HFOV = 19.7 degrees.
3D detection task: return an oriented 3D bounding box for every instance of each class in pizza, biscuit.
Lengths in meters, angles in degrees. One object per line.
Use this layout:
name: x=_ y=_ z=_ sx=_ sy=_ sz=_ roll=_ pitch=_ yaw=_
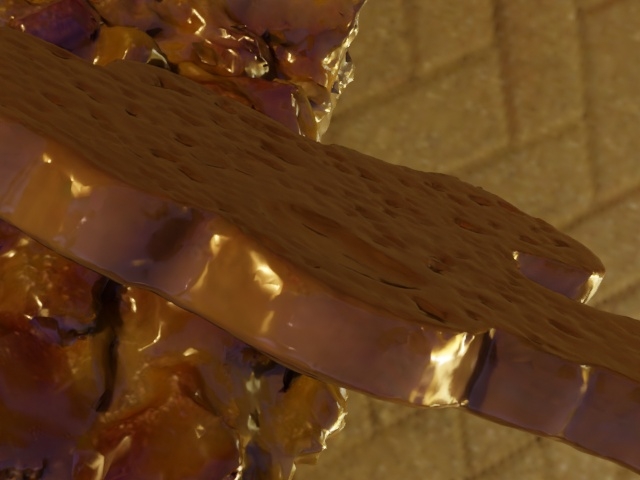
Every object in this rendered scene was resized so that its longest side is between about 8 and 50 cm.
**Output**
pizza: x=-0.119 y=0.018 z=0.684 sx=0.409 sy=0.277 sz=0.114 roll=-27 pitch=167 yaw=-26
biscuit: x=0.001 y=0.001 z=0.464 sx=0.236 sy=0.144 sz=0.040 roll=16 pitch=104 yaw=-33
